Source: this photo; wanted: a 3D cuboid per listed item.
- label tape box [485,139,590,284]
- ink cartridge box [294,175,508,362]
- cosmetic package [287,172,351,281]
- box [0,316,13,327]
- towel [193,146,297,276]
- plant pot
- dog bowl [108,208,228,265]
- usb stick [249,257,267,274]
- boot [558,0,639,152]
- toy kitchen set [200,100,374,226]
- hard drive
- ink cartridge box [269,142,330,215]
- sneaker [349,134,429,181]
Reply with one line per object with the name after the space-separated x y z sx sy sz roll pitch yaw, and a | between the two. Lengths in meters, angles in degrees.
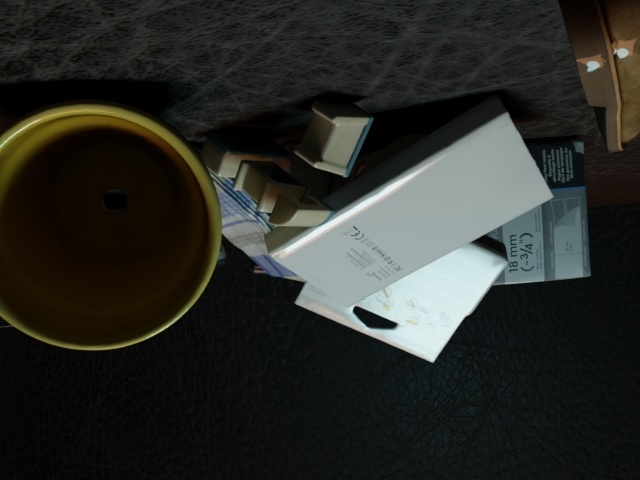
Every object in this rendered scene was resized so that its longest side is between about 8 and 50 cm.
0.292 -0.042 1.217 0.333 0.241 0.106 -5 -177 -5 | label tape box
0.128 0.055 1.137 0.275 0.239 0.060 24 -149 -8 | ink cartridge box
0.006 -0.023 1.418 0.153 0.129 0.296 15 153 -31 | cosmetic package
-0.665 0.035 1.268 0.296 0.183 0.294 -4 -165 -14 | box
-0.139 -0.034 1.104 0.285 0.034 0.209 43 158 -19 | towel
-0.245 -0.033 0.789 0.253 0.254 0.239 -4 -168 -10 | plant pot
-0.424 -0.001 1.596 0.407 0.151 0.408 -5 -176 0 | dog bowl
-0.001 0.048 1.346 0.277 0.045 0.077 2 -178 2 | usb stick
0.277 -0.149 0.571 0.115 0.112 0.305 -17 170 23 | boot
-0.032 -0.127 0.890 0.122 0.166 0.207 -1 -148 -46 | toy kitchen set
0.129 -0.036 0.963 0.353 0.047 0.233 -30 144 17 | hard drive
-0.057 -0.079 1.121 0.072 0.128 0.175 -2 176 -30 | ink cartridge box
0.151 -0.127 1.110 0.094 0.090 0.235 -18 -169 -39 | sneaker
